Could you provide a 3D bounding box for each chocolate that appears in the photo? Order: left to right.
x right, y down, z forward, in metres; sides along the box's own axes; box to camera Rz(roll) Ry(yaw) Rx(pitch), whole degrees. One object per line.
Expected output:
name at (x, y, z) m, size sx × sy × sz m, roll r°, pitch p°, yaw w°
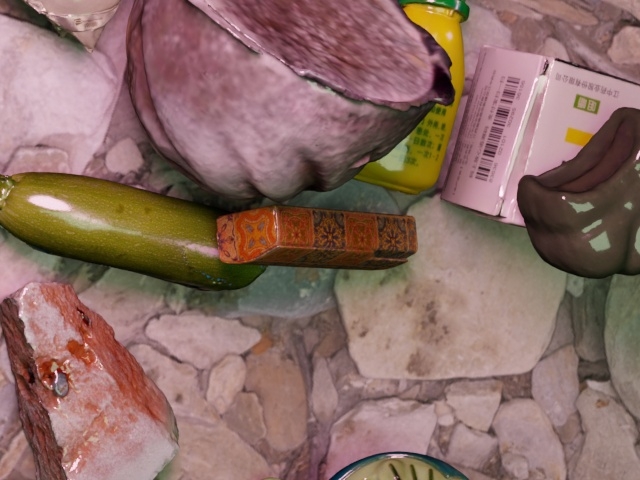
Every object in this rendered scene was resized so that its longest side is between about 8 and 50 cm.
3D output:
chocolate at (-0.057, -0.140, 1.777) m, size 0.303 × 0.303 × 0.213 m, roll 17°, pitch 123°, yaw -28°

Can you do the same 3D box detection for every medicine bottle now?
medicine bottle at (0.104, -0.199, 1.936) m, size 0.111 × 0.076 × 0.309 m, roll 14°, pitch 94°, yaw -34°

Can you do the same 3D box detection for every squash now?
squash at (-0.191, -0.013, 1.824) m, size 0.331 × 0.087 × 0.087 m, roll 14°, pitch 93°, yaw -26°

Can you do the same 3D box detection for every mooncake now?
mooncake at (0.279, -0.046, 1.878) m, size 0.168 × 0.104 × 0.175 m, roll 25°, pitch 86°, yaw -23°

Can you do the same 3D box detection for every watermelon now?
watermelon at (-0.226, 0.138, 1.842) m, size 0.154 × 0.094 × 0.241 m, roll -36°, pitch 111°, yaw -24°

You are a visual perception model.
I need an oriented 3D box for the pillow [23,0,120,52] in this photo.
pillow at (-0.214, -0.282, 1.762) m, size 0.134 × 0.078 × 0.181 m, roll 37°, pitch 81°, yaw -27°

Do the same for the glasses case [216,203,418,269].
glasses case at (0.000, 0.000, 1.874) m, size 0.218 × 0.075 × 0.049 m, roll 3°, pitch 79°, yaw -51°

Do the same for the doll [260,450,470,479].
doll at (0.040, 0.318, 1.949) m, size 0.322 × 0.186 × 0.198 m, roll -9°, pitch 73°, yaw -7°

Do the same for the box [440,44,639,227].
box at (0.301, -0.079, 2.018) m, size 0.333 × 0.145 × 0.173 m, roll 13°, pitch 92°, yaw -28°
